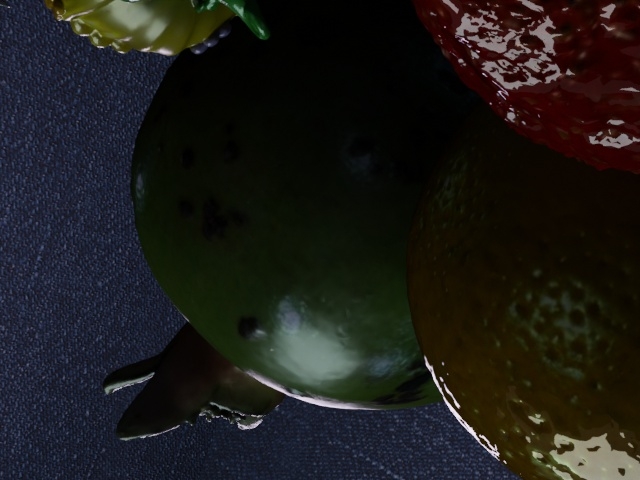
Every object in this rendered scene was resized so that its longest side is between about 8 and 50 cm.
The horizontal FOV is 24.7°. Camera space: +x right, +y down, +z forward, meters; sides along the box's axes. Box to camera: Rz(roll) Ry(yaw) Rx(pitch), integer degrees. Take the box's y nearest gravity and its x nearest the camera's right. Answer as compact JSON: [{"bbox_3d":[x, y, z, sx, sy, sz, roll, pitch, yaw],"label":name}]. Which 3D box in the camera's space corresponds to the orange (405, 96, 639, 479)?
[{"bbox_3d":[0.121,-0.002,0.625,0.158,0.179,0.237,24,-145,7],"label":"orange"}]

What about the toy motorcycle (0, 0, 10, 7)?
[{"bbox_3d":[-0.228,-0.207,0.996,0.112,0.112,0.254,16,-173,-22],"label":"toy motorcycle"}]

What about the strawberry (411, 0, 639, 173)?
[{"bbox_3d":[0.085,-0.070,0.465,0.146,0.082,0.187,13,176,44],"label":"strawberry"}]

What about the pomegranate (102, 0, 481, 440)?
[{"bbox_3d":[0.015,0.003,0.845,0.291,0.323,0.291,25,-179,0],"label":"pomegranate"}]

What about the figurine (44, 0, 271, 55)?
[{"bbox_3d":[-0.056,-0.113,0.594,0.115,0.094,0.156,29,-177,-33],"label":"figurine"}]
